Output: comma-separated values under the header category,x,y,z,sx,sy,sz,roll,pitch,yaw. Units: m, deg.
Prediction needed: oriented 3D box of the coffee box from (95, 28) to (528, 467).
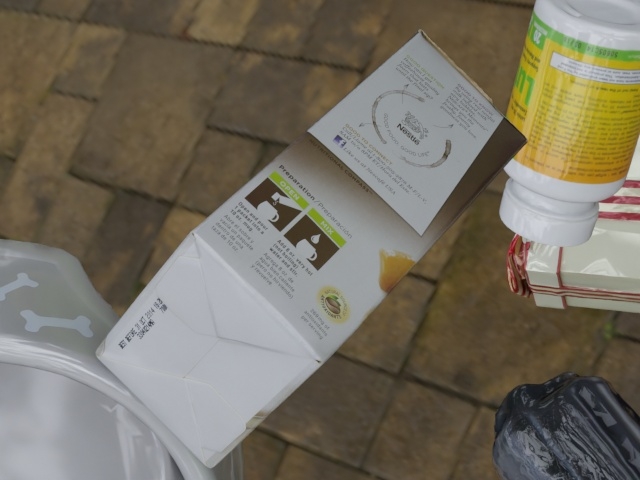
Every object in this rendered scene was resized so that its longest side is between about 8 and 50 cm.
category,x,y,z,sx,sy,sz,roll,pitch,yaw
coffee box,0.000,0.000,0.898,0.246,0.098,0.141,-45,-1,-43

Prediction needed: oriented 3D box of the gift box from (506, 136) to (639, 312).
category,x,y,z,sx,sy,sz,roll,pitch,yaw
gift box,0.392,-0.045,2.116,0.258,0.276,0.255,5,71,14

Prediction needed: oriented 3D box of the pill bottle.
category,x,y,z,sx,sy,sz,roll,pitch,yaw
pill bottle,0.258,-0.124,1.568,0.136,0.136,0.245,41,130,42

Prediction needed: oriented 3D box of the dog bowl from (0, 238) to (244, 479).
category,x,y,z,sx,sy,sz,roll,pitch,yaw
dog bowl,-0.214,0.176,0.958,0.349,0.349,0.102,-48,22,10

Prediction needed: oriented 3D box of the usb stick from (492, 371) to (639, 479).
category,x,y,z,sx,sy,sz,roll,pitch,yaw
usb stick,0.136,0.153,0.423,0.045,0.077,0.278,-30,61,-9
